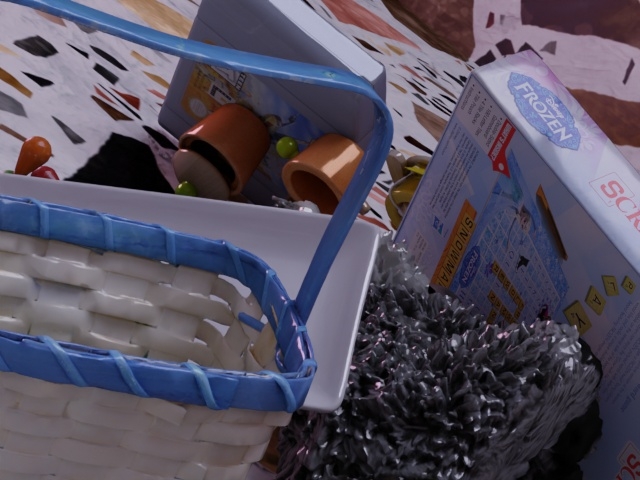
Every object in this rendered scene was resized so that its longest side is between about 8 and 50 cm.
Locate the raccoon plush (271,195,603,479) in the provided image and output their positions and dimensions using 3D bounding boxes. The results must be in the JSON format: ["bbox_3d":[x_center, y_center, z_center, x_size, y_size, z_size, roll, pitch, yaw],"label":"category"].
[{"bbox_3d":[-0.011,0.095,1.323,0.299,0.216,0.446,31,14,30],"label":"raccoon plush"}]

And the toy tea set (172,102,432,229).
[{"bbox_3d":[0.000,0.000,1.765,0.336,0.124,0.200,20,-34,36],"label":"toy tea set"}]

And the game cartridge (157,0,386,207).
[{"bbox_3d":[-0.044,-0.122,1.840,0.198,0.062,0.297,43,-26,6],"label":"game cartridge"}]

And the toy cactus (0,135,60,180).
[{"bbox_3d":[-0.178,0.012,1.401,0.180,0.112,0.219,46,6,0],"label":"toy cactus"}]

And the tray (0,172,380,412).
[{"bbox_3d":[-0.106,0.036,1.253,0.270,0.030,0.145,8,54,10],"label":"tray"}]

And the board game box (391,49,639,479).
[{"bbox_3d":[0.178,0.078,1.481,0.066,0.319,0.318,-22,63,-31],"label":"board game box"}]

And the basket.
[{"bbox_3d":[-0.120,0.019,1.063,0.254,0.289,0.201,15,24,-22],"label":"basket"}]
